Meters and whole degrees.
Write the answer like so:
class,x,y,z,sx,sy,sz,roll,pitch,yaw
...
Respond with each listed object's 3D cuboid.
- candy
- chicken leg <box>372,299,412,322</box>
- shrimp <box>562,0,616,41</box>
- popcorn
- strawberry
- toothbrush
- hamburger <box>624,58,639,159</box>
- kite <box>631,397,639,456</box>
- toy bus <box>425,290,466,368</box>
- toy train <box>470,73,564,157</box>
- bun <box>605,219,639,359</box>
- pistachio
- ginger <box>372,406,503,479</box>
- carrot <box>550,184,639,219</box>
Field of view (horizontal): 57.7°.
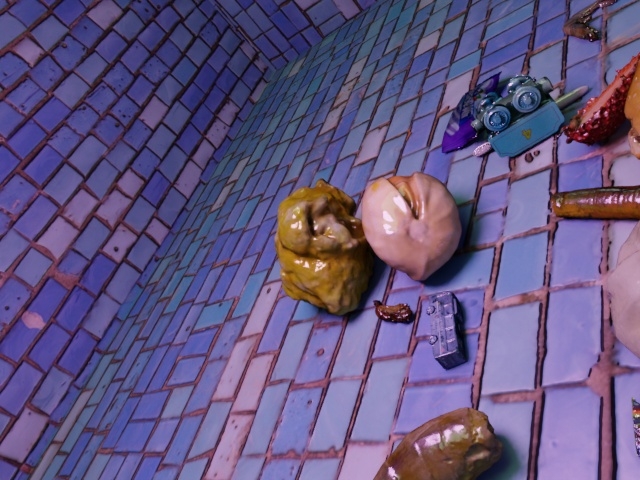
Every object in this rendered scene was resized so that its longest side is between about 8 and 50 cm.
class,x,y,z,sx,sy,sz,roll,pitch,yaw
candy,0.420,-0.358,1.621,0.145,0.070,0.275,-21,37,54
chicken leg,0.155,0.158,1.315,0.062,0.037,0.145,-34,20,-29
shrimp,0.731,-0.592,1.541,0.148,0.035,0.195,-34,27,16
popcorn,-0.008,0.010,1.474,0.293,0.292,0.334,-52,19,6
strawberry,0.594,-0.272,1.179,0.167,0.087,0.208,-44,-5,-41
toothbrush,0.511,-0.290,1.432,0.307,0.025,0.029,-31,3,26
hamburger,0.693,-0.265,1.000,0.284,0.174,0.304,7,64,44
kite,0.456,0.258,0.779,0.090,0.004,0.122,-49,27,-7
toy bus,0.249,0.173,1.149,0.065,0.047,0.165,-25,34,26
toy train,0.464,-0.292,1.369,0.198,0.154,0.107,-32,26,24
bun,0.545,0.040,0.721,0.365,0.219,0.365,-34,32,25
pistachio,0.205,-0.040,1.336,0.230,0.230,0.308,-39,24,13
ginger,0.172,0.365,0.932,0.263,0.116,0.109,-46,-14,10
carrot,0.537,-0.066,1.049,0.070,0.070,0.260,-55,27,-18
